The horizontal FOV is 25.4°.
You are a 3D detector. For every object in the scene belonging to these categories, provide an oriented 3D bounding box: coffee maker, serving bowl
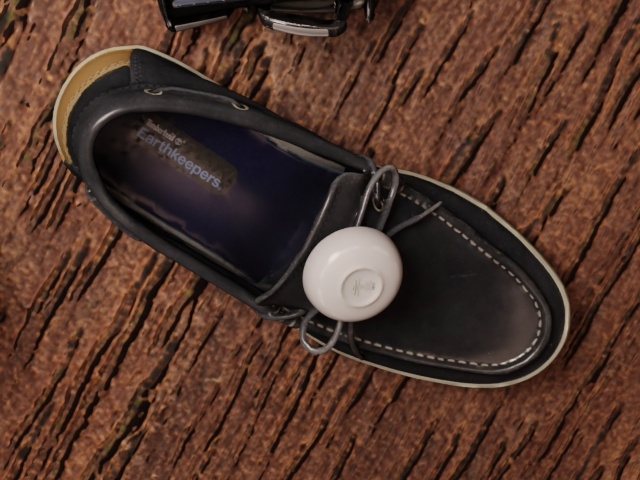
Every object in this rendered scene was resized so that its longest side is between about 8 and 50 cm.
[{"bbox_3d":[-0.048,-0.249,1.132,0.178,0.120,0.171,-5,128,-2],"label":"coffee maker"},{"bbox_3d":[0.029,0.032,1.140,0.083,0.027,0.083,-7,117,-14],"label":"serving bowl"}]

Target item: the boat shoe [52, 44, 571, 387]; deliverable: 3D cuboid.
[{"bbox_3d":[0.000,0.000,1.214,0.500,0.156,0.187,29,102,-15],"label":"boat shoe"}]
